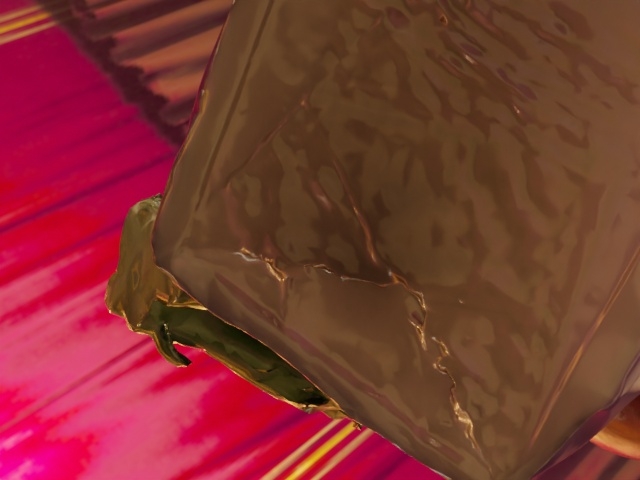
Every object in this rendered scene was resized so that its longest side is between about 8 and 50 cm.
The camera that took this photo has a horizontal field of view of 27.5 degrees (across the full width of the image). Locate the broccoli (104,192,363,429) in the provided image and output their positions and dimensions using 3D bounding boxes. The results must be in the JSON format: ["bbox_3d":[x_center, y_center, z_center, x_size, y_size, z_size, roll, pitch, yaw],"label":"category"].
[{"bbox_3d":[0.000,0.000,0.811,0.294,0.245,0.265,-44,-123,55],"label":"broccoli"}]

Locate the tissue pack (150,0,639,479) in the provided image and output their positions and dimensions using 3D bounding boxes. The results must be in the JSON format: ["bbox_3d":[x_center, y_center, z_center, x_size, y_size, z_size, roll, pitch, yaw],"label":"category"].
[{"bbox_3d":[0.126,-0.090,0.457,0.160,0.338,0.242,35,-60,20],"label":"tissue pack"}]

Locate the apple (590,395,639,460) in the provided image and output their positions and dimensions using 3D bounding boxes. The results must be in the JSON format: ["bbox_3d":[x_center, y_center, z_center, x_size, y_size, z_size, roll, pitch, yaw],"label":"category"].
[{"bbox_3d":[0.405,0.093,1.498,0.348,0.348,0.277,-28,-89,45],"label":"apple"}]
